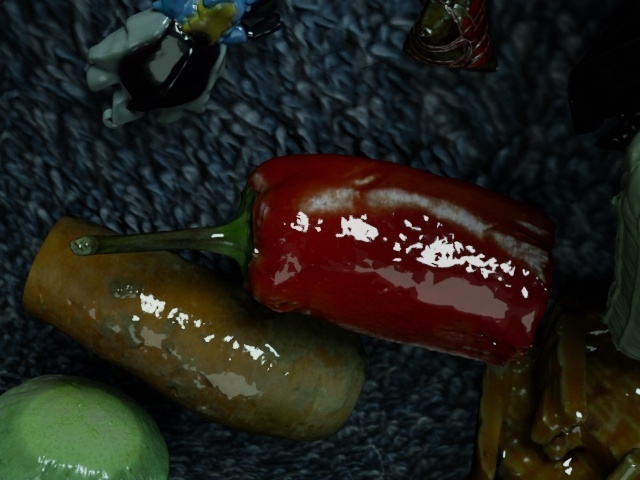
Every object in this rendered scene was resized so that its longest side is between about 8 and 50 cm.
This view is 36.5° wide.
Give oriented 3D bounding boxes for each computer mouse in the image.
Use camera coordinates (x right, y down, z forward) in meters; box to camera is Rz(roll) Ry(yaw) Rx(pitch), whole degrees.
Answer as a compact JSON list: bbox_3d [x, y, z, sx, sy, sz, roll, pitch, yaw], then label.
[{"bbox_3d":[0.253,-0.119,0.579,0.146,0.077,0.242,36,134,-18],"label":"computer mouse"}]

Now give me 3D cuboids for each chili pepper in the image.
[{"bbox_3d":[0.000,-0.001,0.737,0.338,0.131,0.134,12,162,-1],"label":"chili pepper"}]

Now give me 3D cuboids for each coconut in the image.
[{"bbox_3d":[-0.281,0.257,1.042,0.204,0.236,0.236,46,141,19],"label":"coconut"}]

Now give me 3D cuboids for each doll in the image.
[{"bbox_3d":[-0.100,-0.134,0.675,0.096,0.070,0.195,24,135,-33],"label":"doll"}]

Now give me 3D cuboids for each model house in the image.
[{"bbox_3d":[0.210,0.160,0.805,0.229,0.220,0.199,45,164,37],"label":"model house"}]

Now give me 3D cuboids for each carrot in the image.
[{"bbox_3d":[-0.108,0.085,0.862,0.302,0.138,0.138,21,137,-3],"label":"carrot"}]

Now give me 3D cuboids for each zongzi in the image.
[{"bbox_3d":[0.077,-0.136,0.617,0.067,0.073,0.083,23,139,19],"label":"zongzi"}]

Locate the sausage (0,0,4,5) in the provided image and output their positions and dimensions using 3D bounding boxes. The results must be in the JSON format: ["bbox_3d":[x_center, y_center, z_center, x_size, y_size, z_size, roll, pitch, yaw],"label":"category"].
[{"bbox_3d":[-0.202,-0.232,0.443,0.233,0.287,0.233,9,138,8],"label":"sausage"}]

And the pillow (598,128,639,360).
[{"bbox_3d":[0.298,-0.009,0.580,0.255,0.119,0.322,-12,156,10],"label":"pillow"}]
